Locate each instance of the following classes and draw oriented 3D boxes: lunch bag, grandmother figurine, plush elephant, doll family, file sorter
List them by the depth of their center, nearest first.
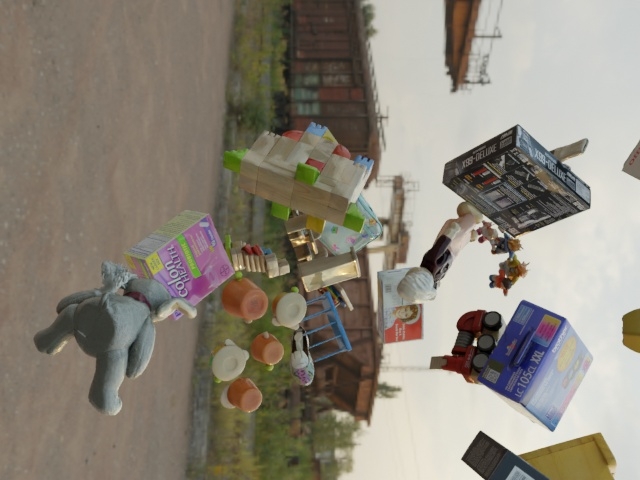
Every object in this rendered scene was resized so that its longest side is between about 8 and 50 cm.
[{"bbox_3d":[-0.455,0.183,1.581,0.330,0.272,0.255,-62,161,15],"label":"plush elephant"},{"bbox_3d":[0.292,0.046,1.669,0.342,0.104,0.207,-42,140,-43],"label":"grandmother figurine"},{"bbox_3d":[0.000,0.243,1.874,0.118,0.105,0.170,125,-55,-76],"label":"file sorter"},{"bbox_3d":[0.607,0.047,2.196,0.163,0.118,0.262,178,-105,-83],"label":"doll family"},{"bbox_3d":[0.079,-0.084,2.406,0.279,0.224,0.108,48,17,-32],"label":"lunch bag"}]

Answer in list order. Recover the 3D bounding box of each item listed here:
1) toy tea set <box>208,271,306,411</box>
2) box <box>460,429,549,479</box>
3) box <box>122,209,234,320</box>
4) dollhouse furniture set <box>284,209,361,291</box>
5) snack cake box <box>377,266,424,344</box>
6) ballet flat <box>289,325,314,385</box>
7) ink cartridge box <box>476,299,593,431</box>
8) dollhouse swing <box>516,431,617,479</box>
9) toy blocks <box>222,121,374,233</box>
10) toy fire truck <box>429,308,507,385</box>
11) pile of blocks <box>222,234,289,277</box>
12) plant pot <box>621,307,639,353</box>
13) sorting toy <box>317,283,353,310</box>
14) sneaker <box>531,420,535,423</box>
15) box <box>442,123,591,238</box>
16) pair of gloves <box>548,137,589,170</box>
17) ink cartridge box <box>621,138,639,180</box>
[{"bbox_3d":[-0.183,0.243,1.633,0.124,0.200,0.336,19,-96,56],"label":"toy tea set"},{"bbox_3d":[0.513,0.642,1.894,0.108,0.153,0.207,-54,-175,-6],"label":"box"},{"bbox_3d":[-0.401,0.066,1.939,0.243,0.117,0.213,-40,125,-34],"label":"box"},{"bbox_3d":[0.000,0.000,1.908,0.212,0.161,0.242,73,0,-60],"label":"dollhouse furniture set"},{"bbox_3d":[0.289,0.235,2.428,0.089,0.152,0.264,-113,-162,-64],"label":"snack cake box"},{"bbox_3d":[-0.067,0.362,2.173,0.221,0.077,0.079,-98,177,-51],"label":"ballet flat"},{"bbox_3d":[0.606,0.350,1.907,0.395,0.151,0.270,39,79,-45],"label":"ink cartridge box"},{"bbox_3d":[0.755,0.805,2.081,0.315,0.347,0.305,64,9,-51],"label":"dollhouse swing"},{"bbox_3d":[-0.026,-0.197,1.757,0.190,0.382,0.261,102,11,-45],"label":"toy blocks"},{"bbox_3d":[0.437,0.329,2.061,0.158,0.246,0.217,53,50,-43],"label":"toy fire truck"},{"bbox_3d":[-0.288,0.039,2.599,0.149,0.362,0.112,-66,160,-46],"label":"pile of blocks"},{"bbox_3d":[0.677,0.190,1.413,0.081,0.083,0.081,66,33,-43],"label":"plant pot"},{"bbox_3d":[0.029,0.160,2.155,0.132,0.046,0.274,40,-15,37],"label":"sorting toy"},{"bbox_3d":[0.789,0.581,2.383,0.228,0.087,0.092,99,-32,-64],"label":"sneaker"},{"bbox_3d":[0.512,-0.142,1.763,0.242,0.307,0.076,-28,-142,47],"label":"box"},{"bbox_3d":[0.658,-0.202,1.965,0.240,0.042,0.204,-50,-167,-31],"label":"pair of gloves"},{"bbox_3d":[0.968,-0.218,1.771,0.223,0.129,0.307,-62,-169,17],"label":"ink cartridge box"}]
